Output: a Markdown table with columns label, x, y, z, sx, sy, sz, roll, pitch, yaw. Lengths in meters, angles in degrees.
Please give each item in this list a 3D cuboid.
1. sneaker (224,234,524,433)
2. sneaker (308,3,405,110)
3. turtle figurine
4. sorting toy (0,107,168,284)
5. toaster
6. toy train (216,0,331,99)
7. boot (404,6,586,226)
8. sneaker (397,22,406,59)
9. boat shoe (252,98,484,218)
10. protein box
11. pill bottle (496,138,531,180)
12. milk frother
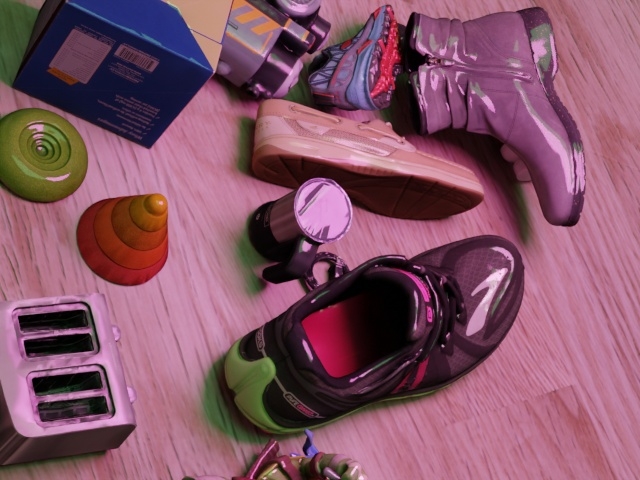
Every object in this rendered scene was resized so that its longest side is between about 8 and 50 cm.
| label | x | y | z | sx | sy | sz | roll | pitch | yaw |
| --- | --- | --- | --- | --- | --- | --- | --- | --- | --- |
| sneaker | 0.109 | 0.107 | 1.878 | 0.483 | 0.202 | 0.185 | -25 | 81 | -37 |
| sneaker | 0.044 | -0.260 | 2.084 | 0.262 | 0.125 | 0.104 | -65 | 146 | -63 |
| turtle figurine | -0.027 | 0.337 | 1.673 | 0.266 | 0.198 | 0.274 | -2 | 64 | -40 |
| sorting toy | -0.305 | -0.110 | 1.792 | 0.365 | 0.126 | 0.127 | 45 | 52 | -4 |
| toaster | -0.309 | 0.154 | 1.660 | 0.186 | 0.110 | 0.168 | -4 | 67 | -32 |
| toy train | -0.147 | -0.329 | 2.005 | 0.334 | 0.142 | 0.190 | 34 | 65 | -14 |
| boot | 0.236 | -0.165 | 2.094 | 0.223 | 0.118 | 0.338 | -8 | 74 | -15 |
| sneaker | 0.177 | -0.269 | 2.188 | 0.170 | 0.089 | 0.051 | 50 | 52 | -2 |
| boat shoe | 0.072 | -0.117 | 2.026 | 0.341 | 0.121 | 0.110 | 14 | 60 | -23 |
| protein box | -0.246 | -0.251 | 1.851 | 0.200 | 0.201 | 0.136 | 24 | 56 | -19 |
| pill bottle | 0.301 | -0.171 | 2.215 | 0.086 | 0.086 | 0.152 | -4 | 67 | -33 |
| milk frother | 0.000 | 0.000 | 1.909 | 0.143 | 0.135 | 0.129 | 7 | 76 | -26 |
